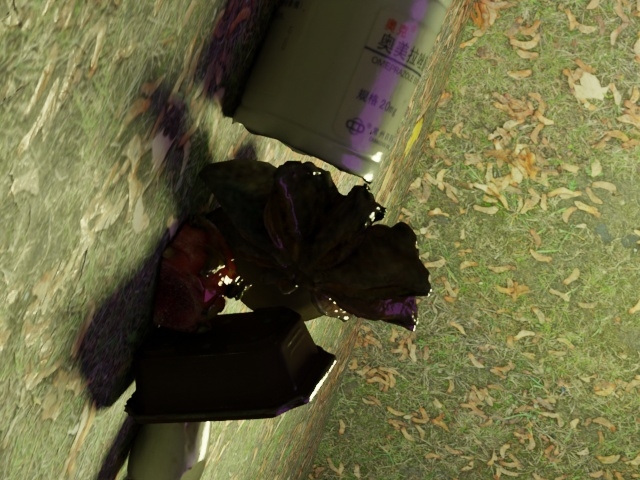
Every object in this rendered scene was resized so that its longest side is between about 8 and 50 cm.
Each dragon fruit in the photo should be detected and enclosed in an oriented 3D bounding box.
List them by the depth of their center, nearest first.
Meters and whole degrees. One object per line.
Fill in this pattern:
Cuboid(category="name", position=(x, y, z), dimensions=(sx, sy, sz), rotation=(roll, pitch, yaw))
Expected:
Cuboid(category="dragon fruit", position=(-0.142, 0.054, 1.684), dimensions=(0.102, 0.096, 0.147), rotation=(-50, 160, -46))

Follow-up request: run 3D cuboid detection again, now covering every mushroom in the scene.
Cuboid(category="mushroom", position=(-0.183, 0.231, 1.911), dimensions=(0.118, 0.103, 0.270), rotation=(91, 19, -69))

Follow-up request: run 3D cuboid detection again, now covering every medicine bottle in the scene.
Cuboid(category="medicine bottle", position=(0.042, -0.254, 1.663), dimensions=(0.190, 0.190, 0.332), rotation=(3, 110, -81))

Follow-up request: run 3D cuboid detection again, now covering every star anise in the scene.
Cuboid(category="star anise", position=(-0.002, -0.001, 1.683), dimensions=(0.117, 0.331, 0.332), rotation=(-57, 168, -27))

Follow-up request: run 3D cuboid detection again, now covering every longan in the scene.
Cuboid(category="longan", position=(-0.037, 0.019, 1.926), dimensions=(0.196, 0.196, 0.220), rotation=(-60, 175, -39))

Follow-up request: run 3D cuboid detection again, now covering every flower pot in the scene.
Cuboid(category="flower pot", position=(-0.119, 0.143, 1.710), dimensions=(0.179, 0.251, 0.084), rotation=(-52, 133, -60))
